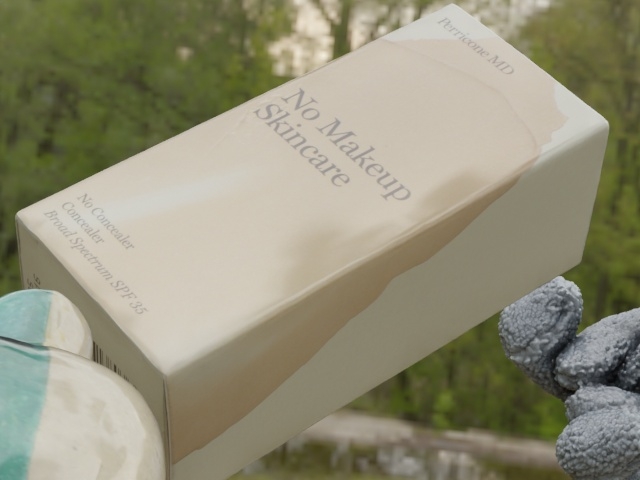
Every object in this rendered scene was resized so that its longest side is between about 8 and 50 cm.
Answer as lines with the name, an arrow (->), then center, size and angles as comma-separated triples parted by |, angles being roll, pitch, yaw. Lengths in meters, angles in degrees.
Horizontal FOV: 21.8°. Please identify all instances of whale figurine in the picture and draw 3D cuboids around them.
whale figurine -> -0.148, 0.113, 0.576 | 0.141, 0.216, 0.272 | 19, -6, -15

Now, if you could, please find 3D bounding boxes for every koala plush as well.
koala plush -> 0.298, 0.084, 1.329 | 0.203, 0.221, 0.196 | 24, 30, -37

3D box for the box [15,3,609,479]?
box -> 0.000, 0.000, 0.937 | 0.311, 0.121, 0.148 | -30, 55, -28
